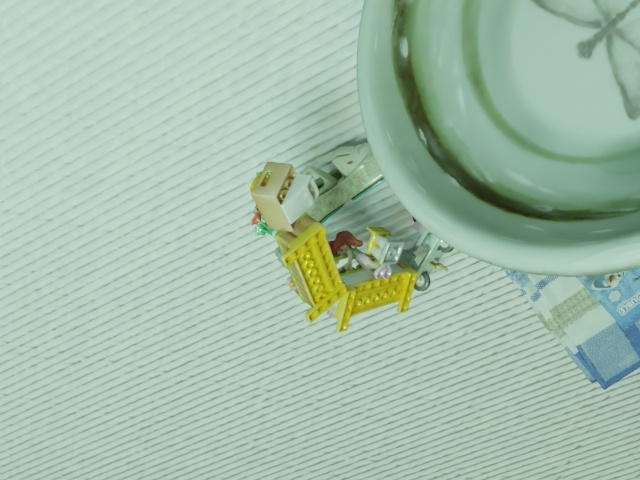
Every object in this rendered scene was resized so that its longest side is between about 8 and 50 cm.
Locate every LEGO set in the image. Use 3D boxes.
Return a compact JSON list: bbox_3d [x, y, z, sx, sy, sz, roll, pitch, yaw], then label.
[{"bbox_3d":[0.000,0.000,0.902,0.287,0.107,0.132,15,107,-50],"label":"LEGO set"}]

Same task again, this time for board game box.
[{"bbox_3d":[0.288,0.023,0.900,0.090,0.020,0.090,-42,106,13],"label":"board game box"}]

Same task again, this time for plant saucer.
[{"bbox_3d":[0.205,-0.164,0.667,0.400,0.400,0.100,-39,144,29],"label":"plant saucer"}]

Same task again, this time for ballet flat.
[{"bbox_3d":[0.016,-0.059,0.941,0.168,0.057,0.052,-36,108,27],"label":"ballet flat"}]

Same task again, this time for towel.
[{"bbox_3d":[0.269,-0.013,0.916,0.209,0.034,0.285,-36,106,12],"label":"towel"}]
